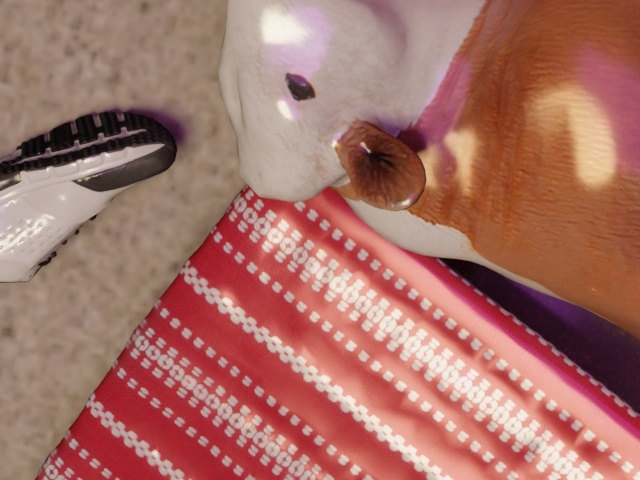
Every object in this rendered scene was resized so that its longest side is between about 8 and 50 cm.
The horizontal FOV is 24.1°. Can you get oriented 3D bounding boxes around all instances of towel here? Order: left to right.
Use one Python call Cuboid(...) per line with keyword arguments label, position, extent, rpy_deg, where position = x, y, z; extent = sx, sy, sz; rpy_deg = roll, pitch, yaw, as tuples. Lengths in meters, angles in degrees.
Cuboid(label="towel", position=(-0.013, 0.130, 0.525), extent=(0.199, 0.031, 0.275), rpy_deg=(38, 106, 6))

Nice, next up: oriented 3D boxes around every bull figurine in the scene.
Cuboid(label="bull figurine", position=(0.122, -0.037, 0.455), extent=(0.310, 0.101, 0.188), rpy_deg=(32, 94, -7))

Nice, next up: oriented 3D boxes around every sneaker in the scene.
Cuboid(label="sneaker", position=(-0.100, -0.012, 0.537), extent=(0.109, 0.040, 0.044), rpy_deg=(-20, 115, 5))

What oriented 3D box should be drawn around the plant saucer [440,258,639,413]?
Cuboid(label="plant saucer", position=(0.169, 0.069, 0.548), extent=(0.310, 0.050, 0.311), rpy_deg=(0, 98, -2))
